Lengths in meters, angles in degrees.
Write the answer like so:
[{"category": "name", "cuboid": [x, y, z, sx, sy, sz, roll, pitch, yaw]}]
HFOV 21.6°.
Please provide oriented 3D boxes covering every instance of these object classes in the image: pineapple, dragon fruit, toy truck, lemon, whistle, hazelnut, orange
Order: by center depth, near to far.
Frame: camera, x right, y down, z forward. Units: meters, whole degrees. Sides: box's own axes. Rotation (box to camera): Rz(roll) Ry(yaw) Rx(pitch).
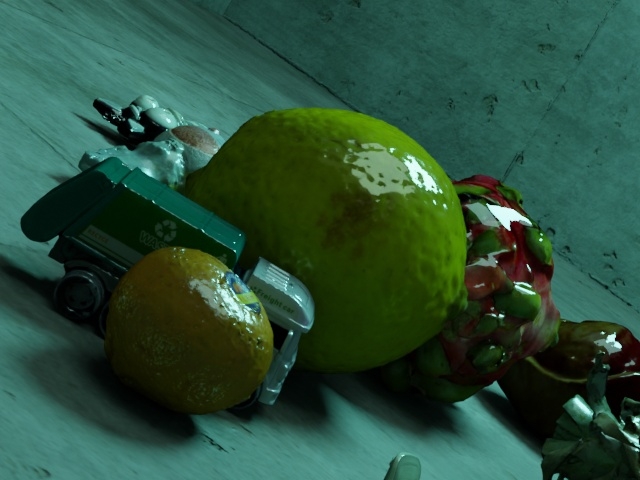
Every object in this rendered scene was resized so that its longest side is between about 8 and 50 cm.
[{"category": "orange", "cuboid": [-0.101, 0.071, 1.272, 0.135, 0.117, 0.136, 44, 22, -23]}, {"category": "toy truck", "cuboid": [-0.126, 0.032, 1.386, 0.253, 0.124, 0.114, 29, 12, -3]}, {"category": "pineapple", "cuboid": [0.319, 0.234, 1.539, 0.271, 0.263, 0.262, 25, 3, 42]}, {"category": "lemon", "cuboid": [0.001, -0.001, 1.543, 0.267, 0.267, 0.267, 31, 10, -6]}, {"category": "dragon fruit", "cuboid": [0.125, 0.048, 1.772, 0.302, 0.237, 0.231, -166, -121, -76]}, {"category": "whistle", "cuboid": [-0.168, -0.078, 1.831, 0.123, 0.123, 0.223, 38, 18, 35]}, {"category": "hazelnut", "cuboid": [0.295, 0.156, 1.937, 0.201, 0.160, 0.170, 44, 16, 31]}]

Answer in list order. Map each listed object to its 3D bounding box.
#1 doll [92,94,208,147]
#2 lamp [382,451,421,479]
[{"category": "doll", "cuboid": [-0.196, -0.138, 2.165, 0.219, 0.067, 0.091, 17, 21, -50]}, {"category": "lamp", "cuboid": [0.112, 0.243, 1.268, 0.198, 0.056, 0.050, 42, 11, 34]}]
